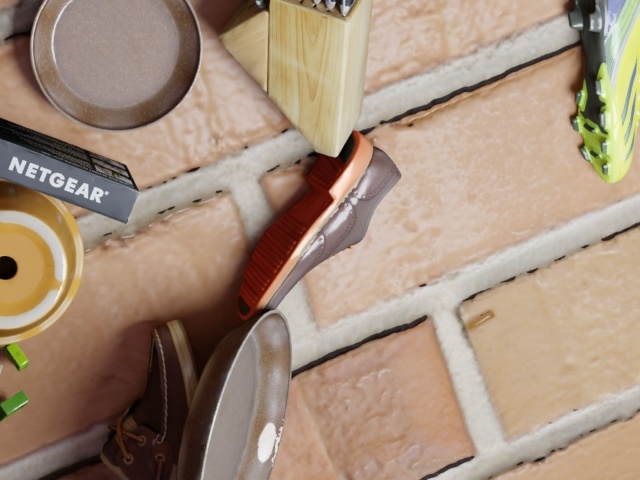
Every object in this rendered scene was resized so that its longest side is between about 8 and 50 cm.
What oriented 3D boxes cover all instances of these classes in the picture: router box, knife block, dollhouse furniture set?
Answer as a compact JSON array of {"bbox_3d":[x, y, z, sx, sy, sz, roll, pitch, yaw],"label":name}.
[{"bbox_3d":[-0.303,-0.083,1.610,0.179,0.133,0.046,21,100,-19],"label":"router box"},{"bbox_3d":[0.016,-0.246,1.591,0.275,0.242,0.088,49,48,-22],"label":"knife block"},{"bbox_3d":[-0.406,0.141,1.695,0.076,0.058,0.151,-35,91,-27],"label":"dollhouse furniture set"}]

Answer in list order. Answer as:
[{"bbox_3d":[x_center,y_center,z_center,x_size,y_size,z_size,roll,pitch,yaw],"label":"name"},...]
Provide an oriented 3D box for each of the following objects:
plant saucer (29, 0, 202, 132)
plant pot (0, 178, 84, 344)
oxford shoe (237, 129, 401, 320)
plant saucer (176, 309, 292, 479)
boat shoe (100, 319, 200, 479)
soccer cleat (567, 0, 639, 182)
[{"bbox_3d":[-0.237,-0.225,1.636,0.199,0.036,0.198,-4,108,-13],"label":"plant saucer"},{"bbox_3d":[-0.359,0.024,1.578,0.205,0.188,0.205,-1,94,-18],"label":"plant pot"},{"bbox_3d":[0.000,0.000,1.738,0.098,0.097,0.271,33,98,-30],"label":"oxford shoe"},{"bbox_3d":[-0.106,0.230,1.696,0.050,0.310,0.310,13,105,15],"label":"plant saucer"},{"bbox_3d":[-0.211,0.264,1.751,0.123,0.123,0.342,-3,114,-15],"label":"boat shoe"},{"bbox_3d":[0.381,-0.213,1.772,0.121,0.093,0.289,-13,110,-18],"label":"soccer cleat"}]
